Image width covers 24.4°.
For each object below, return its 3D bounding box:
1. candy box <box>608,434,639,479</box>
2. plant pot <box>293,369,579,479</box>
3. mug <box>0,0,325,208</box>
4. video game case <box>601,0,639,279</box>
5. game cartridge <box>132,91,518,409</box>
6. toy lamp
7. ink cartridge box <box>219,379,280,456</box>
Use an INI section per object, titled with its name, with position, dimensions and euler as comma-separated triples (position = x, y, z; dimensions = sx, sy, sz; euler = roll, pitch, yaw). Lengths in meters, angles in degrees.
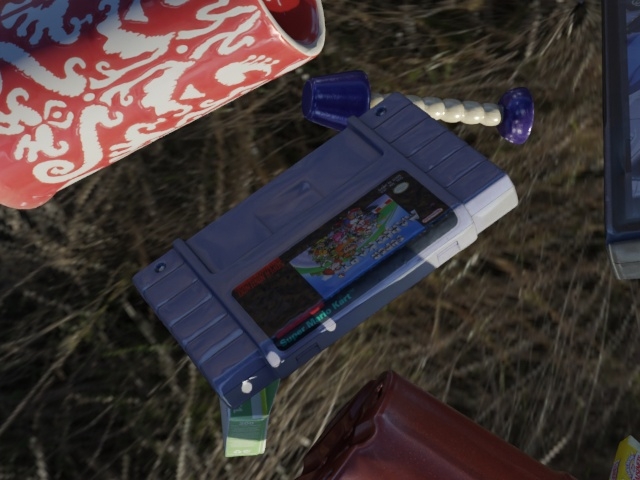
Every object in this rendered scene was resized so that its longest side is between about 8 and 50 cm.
[candy box]
position = 0.373, 0.326, 1.718
dimensions = 0.105, 0.206, 0.027
euler = 39, 129, -4
[plant pot]
position = 0.110, 0.279, 1.411
dimensions = 0.265, 0.272, 0.272
euler = 37, 103, -5
[mug]
position = -0.101, -0.110, 0.696
dimensions = 0.169, 0.113, 0.150
euler = -21, 114, 21
[video game case]
position = 0.264, -0.102, 0.661
dimensions = 0.275, 0.248, 0.035
euler = -6, 140, 17
[game cartridge]
position = 0.000, 0.000, 1.501
dimensions = 0.355, 0.230, 0.068
euler = -36, 125, -9
[toy lamp]
position = 0.114, -0.157, 1.750
dimensions = 0.275, 0.080, 0.080
euler = 2, 100, -16
[ink cartridge box]
position = -0.088, 0.132, 1.742
dimensions = 0.056, 0.235, 0.171
euler = -3, 61, -8
